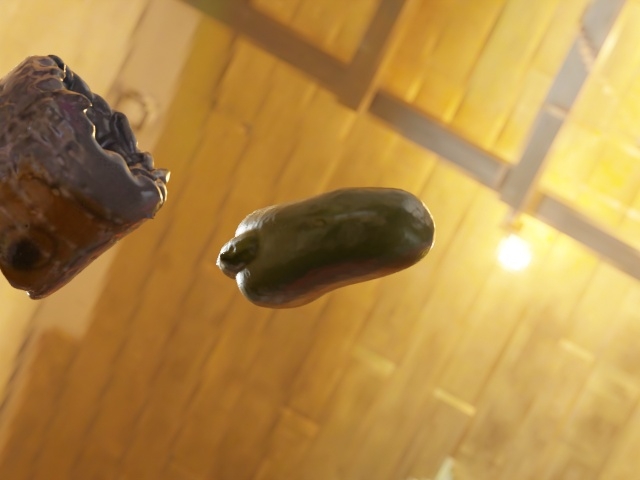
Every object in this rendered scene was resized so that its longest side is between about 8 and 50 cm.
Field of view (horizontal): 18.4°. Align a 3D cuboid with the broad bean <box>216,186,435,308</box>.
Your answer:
[{"bbox_3d":[0.000,0.000,1.566,0.174,0.082,0.124,-23,-19,29],"label":"broad bean"}]

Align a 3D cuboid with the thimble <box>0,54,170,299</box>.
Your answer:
[{"bbox_3d":[-0.176,-0.044,1.262,0.118,0.127,0.151,-41,21,4],"label":"thimble"}]
